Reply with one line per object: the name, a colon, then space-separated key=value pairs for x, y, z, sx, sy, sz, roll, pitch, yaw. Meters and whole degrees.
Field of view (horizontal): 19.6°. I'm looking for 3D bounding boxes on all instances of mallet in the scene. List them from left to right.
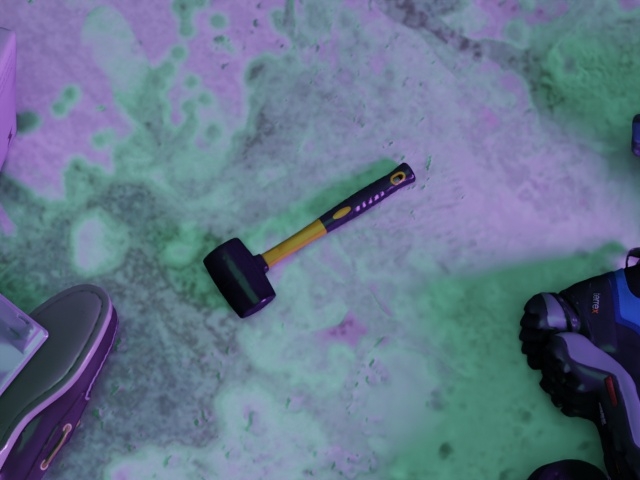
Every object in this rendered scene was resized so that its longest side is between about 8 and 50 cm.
mallet: x=0.000 y=0.000 z=1.520 sx=0.190 sy=0.039 sz=0.062 roll=-25 pitch=84 yaw=-9

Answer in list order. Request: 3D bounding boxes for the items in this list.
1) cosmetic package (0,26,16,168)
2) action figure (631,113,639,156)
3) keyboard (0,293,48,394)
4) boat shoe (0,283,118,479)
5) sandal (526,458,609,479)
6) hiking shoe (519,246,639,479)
cosmetic package: x=-0.345 y=-0.090 z=1.440 sx=0.184 sy=0.151 sz=0.151 roll=16 pitch=60 yaw=1
action figure: x=0.446 y=-0.085 z=1.479 sx=0.341 sy=0.178 sz=0.330 roll=24 pitch=86 yaw=27
keyboard: x=-0.333 y=0.029 z=1.487 sx=0.256 sy=0.014 sz=0.072 roll=36 pitch=87 yaw=17
boat shoe: x=-0.232 y=0.139 z=1.476 sx=0.081 sy=0.068 sz=0.227 roll=29 pitch=78 yaw=38
sandal: x=0.198 y=0.293 z=1.403 sx=0.097 sy=0.054 sz=0.254 roll=-3 pitch=78 yaw=-24
hiking shoe: x=0.281 y=0.147 z=1.446 sx=0.132 sy=0.113 sz=0.304 roll=-26 pitch=71 yaw=-11
